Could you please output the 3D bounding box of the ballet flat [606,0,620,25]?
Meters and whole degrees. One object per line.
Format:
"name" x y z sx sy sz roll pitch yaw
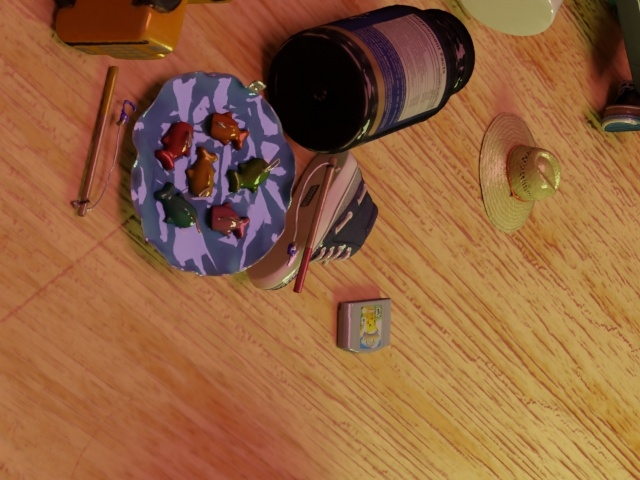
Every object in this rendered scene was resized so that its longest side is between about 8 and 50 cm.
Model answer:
"ballet flat" 0.381 -0.305 2.324 0.114 0.041 0.041 43 59 -49

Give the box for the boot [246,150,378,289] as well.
"boot" 0.000 0.000 1.793 0.190 0.069 0.086 -56 129 -36

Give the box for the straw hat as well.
"straw hat" 0.244 -0.078 2.132 0.144 0.061 0.144 -6 97 -54

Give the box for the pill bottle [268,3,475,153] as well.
"pill bottle" 0.058 -0.165 1.814 0.219 0.122 0.123 -24 112 -51

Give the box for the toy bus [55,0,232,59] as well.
"toy bus" -0.126 -0.313 1.560 0.130 0.108 0.333 22 75 -55

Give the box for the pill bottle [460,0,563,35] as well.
"pill bottle" 0.248 -0.364 2.034 0.152 0.152 0.272 53 52 -42

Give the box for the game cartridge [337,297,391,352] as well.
"game cartridge" 0.047 0.089 1.914 0.083 0.017 0.056 -4 100 -54

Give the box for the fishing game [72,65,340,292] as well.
"fishing game" -0.089 -0.061 1.644 0.264 0.041 0.189 25 73 -35

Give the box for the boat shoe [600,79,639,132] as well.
"boat shoe" 0.401 -0.172 2.347 0.183 0.066 0.066 -7 94 -64

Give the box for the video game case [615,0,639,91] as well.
"video game case" 0.407 -0.367 2.269 0.275 0.035 0.248 69 34 -43
